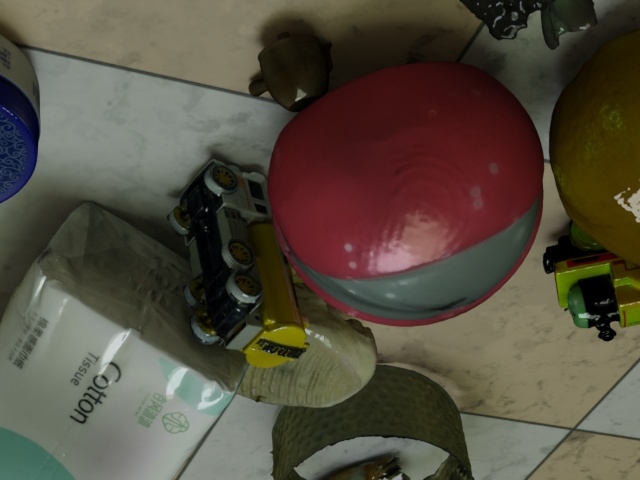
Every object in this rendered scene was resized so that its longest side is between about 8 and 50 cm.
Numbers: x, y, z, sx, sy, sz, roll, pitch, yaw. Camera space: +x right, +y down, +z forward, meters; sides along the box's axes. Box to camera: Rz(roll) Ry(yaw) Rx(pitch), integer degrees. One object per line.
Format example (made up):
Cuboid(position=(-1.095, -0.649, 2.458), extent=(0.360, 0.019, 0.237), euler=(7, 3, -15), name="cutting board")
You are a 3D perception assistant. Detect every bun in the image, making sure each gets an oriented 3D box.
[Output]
Cuboid(position=(-0.046, 0.110, 2.065), extent=(0.237, 0.116, 0.210), euler=(6, 145, 7), name="bun")

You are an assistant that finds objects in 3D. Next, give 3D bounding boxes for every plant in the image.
Cuboid(position=(0.191, -0.267, 1.613), extent=(0.142, 0.131, 0.203), euler=(-35, 125, 29), name="plant")

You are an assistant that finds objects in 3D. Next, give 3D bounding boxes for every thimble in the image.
Cuboid(position=(0.070, 0.302, 2.251), extent=(0.271, 0.150, 0.271), euler=(-2, 127, -3), name="thimble")

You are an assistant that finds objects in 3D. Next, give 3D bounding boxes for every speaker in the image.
Cuboid(position=(0.090, -0.055, 1.776), extent=(0.294, 0.294, 0.294), euler=(-5, 142, -4), name="speaker")

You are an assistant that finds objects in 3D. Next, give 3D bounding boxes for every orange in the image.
Cuboid(position=(0.375, -0.093, 1.784), extent=(0.279, 0.235, 0.279), euler=(-8, 149, -5), name="orange")

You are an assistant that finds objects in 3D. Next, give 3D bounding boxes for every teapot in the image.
Cuboid(position=(-0.030, -0.166, 1.762), extent=(0.085, 0.080, 0.110), euler=(-7, 162, -35), name="teapot")

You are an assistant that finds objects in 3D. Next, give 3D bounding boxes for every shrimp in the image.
Cuboid(position=(0.045, 0.412, 2.500), extent=(0.185, 0.068, 0.287), euler=(-9, 143, 0), name="shrimp")

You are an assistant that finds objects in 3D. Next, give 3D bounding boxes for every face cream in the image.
Cuboid(position=(-0.382, -0.126, 1.712), extent=(0.206, 0.111, 0.206), euler=(-4, 142, -3), name="face cream")

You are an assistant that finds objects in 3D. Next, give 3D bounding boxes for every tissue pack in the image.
Cuboid(position=(-0.264, 0.176, 1.958), extent=(0.266, 0.194, 0.356), euler=(33, 122, -3), name="tissue pack")

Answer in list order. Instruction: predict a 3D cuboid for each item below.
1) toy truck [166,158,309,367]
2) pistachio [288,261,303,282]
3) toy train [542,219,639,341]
Cuboid(position=(-0.084, 0.028, 1.868), extent=(0.114, 0.227, 0.098), euler=(13, 138, -35), name="toy truck")
Cuboid(position=(0.000, 0.000, 1.981), extent=(0.173, 0.049, 0.089), euler=(-2, 121, -13), name="pistachio")
Cuboid(position=(0.412, 0.030, 2.008), extent=(0.296, 0.160, 0.100), euler=(-10, 146, 5), name="toy train")
